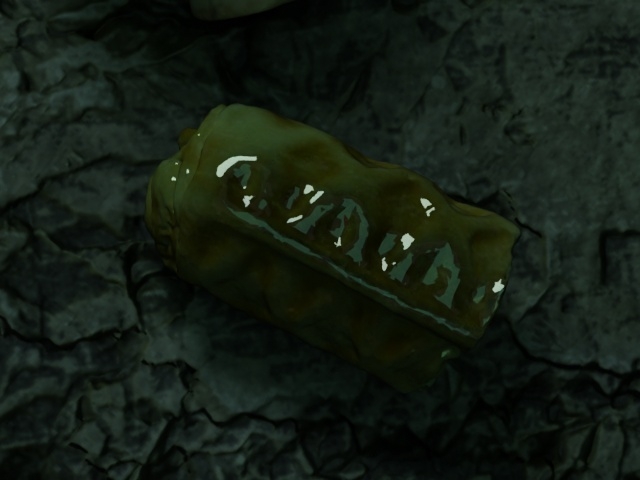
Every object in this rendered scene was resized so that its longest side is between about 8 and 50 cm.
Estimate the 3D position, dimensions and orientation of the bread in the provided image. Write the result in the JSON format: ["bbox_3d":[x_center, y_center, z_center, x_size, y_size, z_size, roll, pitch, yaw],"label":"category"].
[{"bbox_3d":[0.000,0.000,1.205,0.268,0.130,0.152,26,88,-2],"label":"bread"}]

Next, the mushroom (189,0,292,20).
[{"bbox_3d":[-0.086,-0.357,1.136,0.315,0.315,0.356,-9,74,-6],"label":"mushroom"}]
